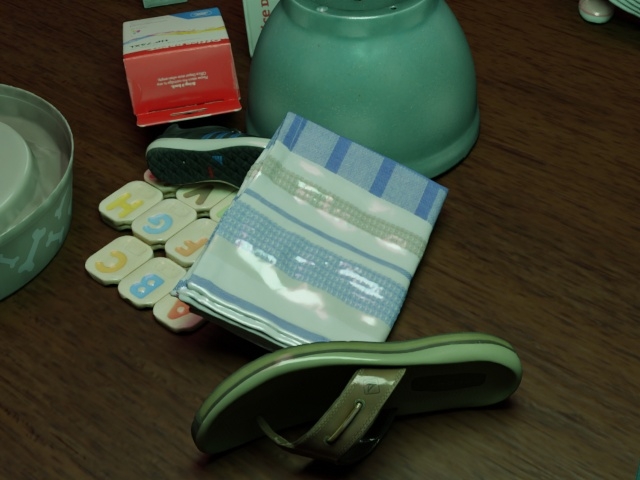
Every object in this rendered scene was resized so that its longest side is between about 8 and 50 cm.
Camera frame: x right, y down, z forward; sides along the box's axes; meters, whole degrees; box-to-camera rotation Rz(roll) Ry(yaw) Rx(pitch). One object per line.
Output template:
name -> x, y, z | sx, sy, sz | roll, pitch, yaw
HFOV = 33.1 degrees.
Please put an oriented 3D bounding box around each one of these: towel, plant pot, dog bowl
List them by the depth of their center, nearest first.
towel -> 0.000, 0.000, 1.108 | 0.209, 0.034, 0.285 | 27, 53, 2
dog bowl -> -0.443, -0.042, 1.217 | 0.349, 0.102, 0.348 | -3, 43, 3
plant pot -> 0.048, -0.223, 1.285 | 0.293, 0.196, 0.293 | -2, 40, 2

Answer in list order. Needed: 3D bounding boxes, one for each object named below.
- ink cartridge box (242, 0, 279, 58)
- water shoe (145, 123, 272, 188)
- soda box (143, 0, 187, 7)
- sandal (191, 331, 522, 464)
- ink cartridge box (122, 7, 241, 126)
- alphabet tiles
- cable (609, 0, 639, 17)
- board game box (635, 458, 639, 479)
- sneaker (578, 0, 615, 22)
ink cartridge box -> 0.008, -0.352, 1.460 | 0.237, 0.172, 0.100 | -10, 42, -4
water shoe -> -0.099, -0.105, 1.244 | 0.203, 0.073, 0.080 | 7, 39, 11
soda box -> -0.254, -0.446, 1.667 | 0.069, 0.074, 0.216 | -10, 42, -5
sandal -> 0.036, 0.147, 0.951 | 0.303, 0.120, 0.086 | -8, 56, -4
ink cartridge box -> -0.178, -0.223, 1.367 | 0.134, 0.078, 0.231 | -11, 27, -6
alphabet tiles -> -0.112, -0.014, 1.211 | 0.284, 0.021, 0.278 | 29, 52, 32
cable -> 0.470, -0.396, 1.463 | 0.257, 0.089, 0.257 | 40, 53, 4
board game box -> 0.326, 0.168, 0.724 | 0.079, 0.336, 0.253 | -16, 43, -11
sneaker -> 0.394, -0.364, 1.510 | 0.051, 0.070, 0.134 | 11, 45, 15
